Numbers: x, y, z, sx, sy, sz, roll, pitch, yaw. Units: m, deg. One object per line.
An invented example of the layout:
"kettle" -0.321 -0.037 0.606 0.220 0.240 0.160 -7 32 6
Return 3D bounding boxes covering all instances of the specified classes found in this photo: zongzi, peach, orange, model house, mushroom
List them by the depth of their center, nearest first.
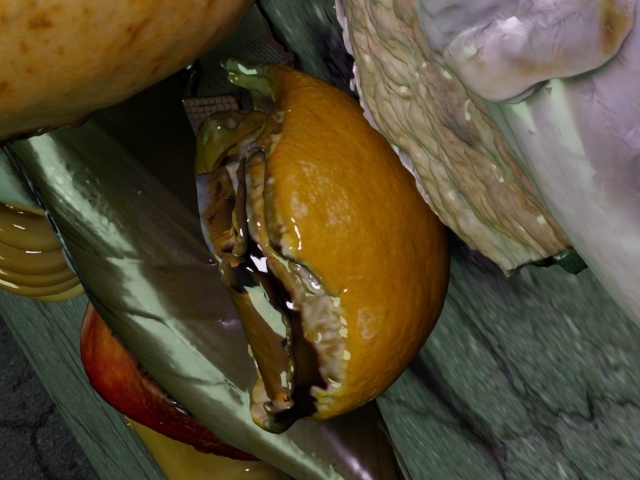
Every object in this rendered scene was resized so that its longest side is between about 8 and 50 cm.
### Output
"mushroom" 0.076 -0.059 0.505 0.278 0.096 0.099 61 -164 -19
"orange" 0.000 0.000 0.867 0.160 0.112 0.169 89 178 -77
"model house" -0.044 -0.076 0.953 0.057 0.058 0.083 46 164 38
"zongzi" -0.057 0.007 1.051 0.289 0.123 0.260 45 165 43
"peach" -0.078 0.099 1.274 0.189 0.068 0.279 29 -170 1

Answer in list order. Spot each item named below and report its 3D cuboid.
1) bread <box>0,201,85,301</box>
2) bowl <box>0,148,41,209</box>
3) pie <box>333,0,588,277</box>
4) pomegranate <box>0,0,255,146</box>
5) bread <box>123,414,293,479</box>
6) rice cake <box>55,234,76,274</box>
"bread" -0.256 -0.037 1.679 0.173 0.121 0.311 52 168 12
"bowl" -0.353 -0.179 1.294 0.435 0.196 0.434 156 90 -88
"pie" 0.047 -0.072 0.652 0.185 0.052 0.218 54 169 0
"pomegranate" -0.132 -0.148 0.698 0.260 0.260 0.260 52 166 18
"bread" -0.095 0.188 1.726 0.173 0.085 0.134 47 165 33
"rice cake" -0.148 -0.105 1.154 0.050 0.106 0.298 29 152 41
